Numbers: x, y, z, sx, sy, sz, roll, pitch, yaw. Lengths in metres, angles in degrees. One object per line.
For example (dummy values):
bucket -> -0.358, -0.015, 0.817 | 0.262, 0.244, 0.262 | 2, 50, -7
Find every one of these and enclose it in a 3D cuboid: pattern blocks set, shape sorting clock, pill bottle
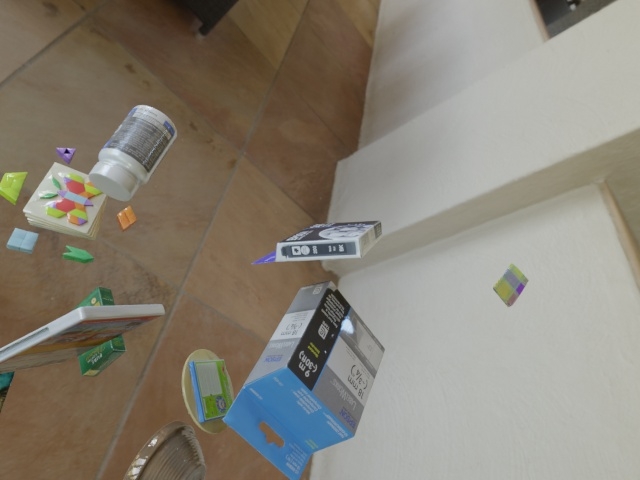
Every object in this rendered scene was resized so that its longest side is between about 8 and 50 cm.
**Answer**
pattern blocks set -> -0.584, -0.095, 1.027 | 0.286, 0.026, 0.324 | 10, 52, -33
shape sorting clock -> -0.278, 0.373, 1.085 | 0.206, 0.040, 0.206 | 54, 21, -32
pill bottle -> -0.285, -0.132, 0.664 | 0.078, 0.078, 0.137 | 40, 56, -31

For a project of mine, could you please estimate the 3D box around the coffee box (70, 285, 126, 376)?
coffee box -> -0.531, 0.215, 1.036 | 0.040, 0.113, 0.184 | 33, 20, -56

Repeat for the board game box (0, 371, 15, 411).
board game box -> -0.829, 0.340, 1.016 | 0.186, 0.026, 0.126 | 41, 48, -54

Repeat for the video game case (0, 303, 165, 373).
video game case -> -0.476, 0.188, 0.832 | 0.025, 0.285, 0.204 | 68, 15, 14

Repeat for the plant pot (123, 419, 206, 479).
plant pot -> -0.350, 0.562, 1.026 | 0.237, 0.110, 0.237 | 17, 90, -71

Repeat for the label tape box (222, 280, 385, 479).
label tape box -> -0.010, 0.289, 0.903 | 0.240, 0.106, 0.333 | 52, 45, -24

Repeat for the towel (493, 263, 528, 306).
towel -> 0.415, 0.097, 0.951 | 0.060, 0.009, 0.083 | 46, 70, -5

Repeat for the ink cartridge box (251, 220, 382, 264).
ink cartridge box -> 0.000, 0.000, 0.846 | 0.206, 0.208, 0.045 | -32, 116, -69
